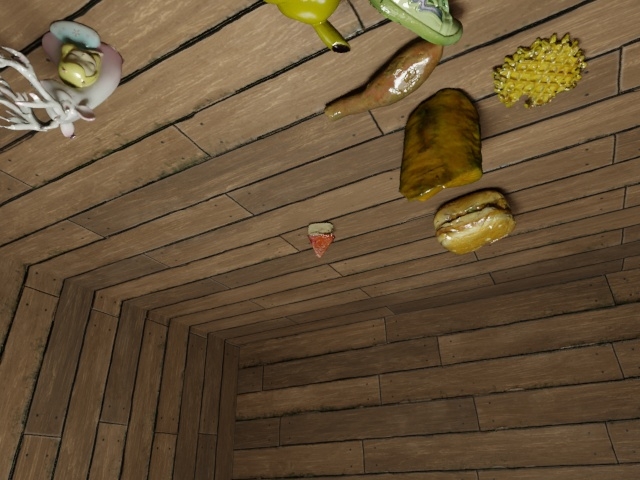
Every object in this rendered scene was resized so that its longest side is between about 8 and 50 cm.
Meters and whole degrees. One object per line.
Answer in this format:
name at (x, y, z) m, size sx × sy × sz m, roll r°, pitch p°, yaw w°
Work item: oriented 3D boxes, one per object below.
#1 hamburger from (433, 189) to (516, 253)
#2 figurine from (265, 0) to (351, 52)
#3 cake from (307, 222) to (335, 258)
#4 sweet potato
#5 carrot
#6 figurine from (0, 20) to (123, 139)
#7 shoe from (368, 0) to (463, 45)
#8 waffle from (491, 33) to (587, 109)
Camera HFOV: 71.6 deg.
hamburger at (0.623, -0.067, 1.807) m, size 0.305 × 0.174 × 0.284 m, roll -20°, pitch 148°, yaw 30°
figurine at (-0.049, -0.559, 0.897) m, size 0.327 × 0.218 × 0.169 m, roll 18°, pitch -173°, yaw -44°
cake at (0.019, -0.003, 1.978) m, size 0.117 × 0.086 × 0.220 m, roll -5°, pitch 150°, yaw 11°
sweet potato at (0.174, -0.418, 1.223) m, size 0.385 × 0.109 × 0.109 m, roll -26°, pitch 143°, yaw 38°
carrot at (0.365, -0.250, 1.345) m, size 0.242 × 0.340 × 0.241 m, roll 6°, pitch 167°, yaw 1°
figurine at (-0.643, -0.374, 1.034) m, size 0.206 × 0.315 × 0.284 m, roll -28°, pitch 140°, yaw 31°
shoe at (0.225, -0.523, 0.993) m, size 0.262 × 0.140 × 0.128 m, roll 9°, pitch 145°, yaw -25°
waffle at (0.605, -0.457, 1.232) m, size 0.232 × 0.051 × 0.229 m, roll -22°, pitch 143°, yaw 31°
